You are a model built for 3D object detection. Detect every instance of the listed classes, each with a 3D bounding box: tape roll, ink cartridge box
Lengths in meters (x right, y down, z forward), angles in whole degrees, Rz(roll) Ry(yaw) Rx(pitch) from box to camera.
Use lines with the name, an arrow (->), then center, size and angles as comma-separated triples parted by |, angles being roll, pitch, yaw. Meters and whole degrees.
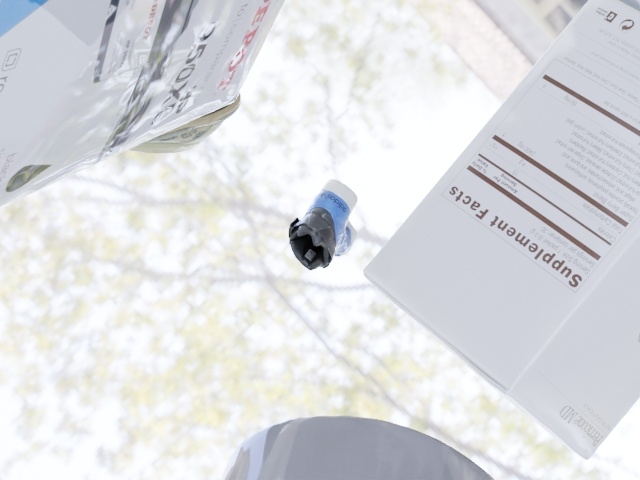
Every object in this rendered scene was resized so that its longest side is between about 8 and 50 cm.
tape roll -> 0.027, 0.219, 0.976 | 0.219, 0.219, 0.072 | 41, -138, -22
ink cartridge box -> -0.165, -0.188, 0.880 | 0.166, 0.285, 0.395 | 40, -144, 12

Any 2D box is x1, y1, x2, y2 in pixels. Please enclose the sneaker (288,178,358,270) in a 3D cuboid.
sneaker -> -0.001, -0.001, 1.532 | 0.058, 0.085, 0.152 | 33, 159, 9

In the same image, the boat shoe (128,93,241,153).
boat shoe -> -0.209, -0.124, 1.214 | 0.285, 0.089, 0.105 | -7, -95, -32

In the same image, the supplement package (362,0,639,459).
supplement package -> 0.214, -0.009, 1.100 | 0.175, 0.293, 0.177 | 40, 180, 39
